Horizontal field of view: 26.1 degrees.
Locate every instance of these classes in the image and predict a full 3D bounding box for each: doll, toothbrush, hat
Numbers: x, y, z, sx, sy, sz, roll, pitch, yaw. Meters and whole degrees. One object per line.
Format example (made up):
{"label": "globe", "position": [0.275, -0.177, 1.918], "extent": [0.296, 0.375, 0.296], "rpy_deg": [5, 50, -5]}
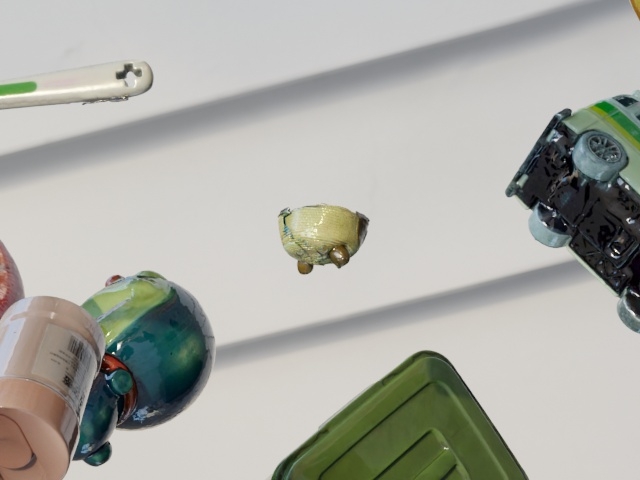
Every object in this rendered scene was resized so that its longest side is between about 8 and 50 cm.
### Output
{"label": "doll", "position": [-0.250, 0.156, 1.675], "extent": [0.186, 0.198, 0.322], "rpy_deg": [57, -135, -8]}
{"label": "toothbrush", "position": [-0.348, -0.117, 1.154], "extent": [0.040, 0.418, 0.042], "rpy_deg": [78, -175, -69]}
{"label": "hat", "position": [0.000, 0.000, 1.296], "extent": [0.076, 0.077, 0.059], "rpy_deg": [30, -117, -53]}

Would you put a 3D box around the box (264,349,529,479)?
{"label": "box", "position": [0.069, 0.317, 1.683], "extent": [0.329, 0.178, 0.252], "rpy_deg": [-33, -89, -40]}

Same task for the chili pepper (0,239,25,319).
{"label": "chili pepper", "position": [-0.384, 0.040, 1.482], "extent": [0.137, 0.092, 0.368], "rpy_deg": [26, -168, -38]}

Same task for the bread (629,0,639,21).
{"label": "bread", "position": [0.446, -0.322, 1.513], "extent": [0.148, 0.270, 0.270], "rpy_deg": [-10, 94, 65]}

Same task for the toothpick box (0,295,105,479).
{"label": "toothpick box", "position": [-0.241, 0.127, 1.150], "extent": [0.149, 0.098, 0.098], "rpy_deg": [-83, -20, -56]}

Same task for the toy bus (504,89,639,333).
{"label": "toy bus", "position": [0.342, -0.017, 1.381], "extent": [0.276, 0.165, 0.133], "rpy_deg": [46, 139, 17]}
